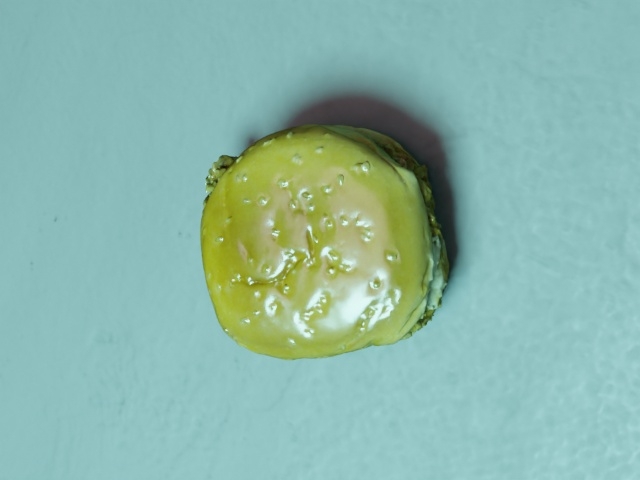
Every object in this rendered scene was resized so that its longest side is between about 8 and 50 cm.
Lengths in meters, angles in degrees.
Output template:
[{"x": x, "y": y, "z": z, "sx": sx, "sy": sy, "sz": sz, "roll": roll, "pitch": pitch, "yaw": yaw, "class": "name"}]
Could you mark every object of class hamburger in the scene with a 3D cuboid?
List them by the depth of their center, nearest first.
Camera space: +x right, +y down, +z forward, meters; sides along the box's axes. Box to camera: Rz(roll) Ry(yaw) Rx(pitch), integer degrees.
[{"x": 0.000, "y": 0.000, "z": 0.740, "sx": 0.147, "sy": 0.083, "sz": 0.138, "roll": -7, "pitch": 88, "yaw": 24, "class": "hamburger"}]
